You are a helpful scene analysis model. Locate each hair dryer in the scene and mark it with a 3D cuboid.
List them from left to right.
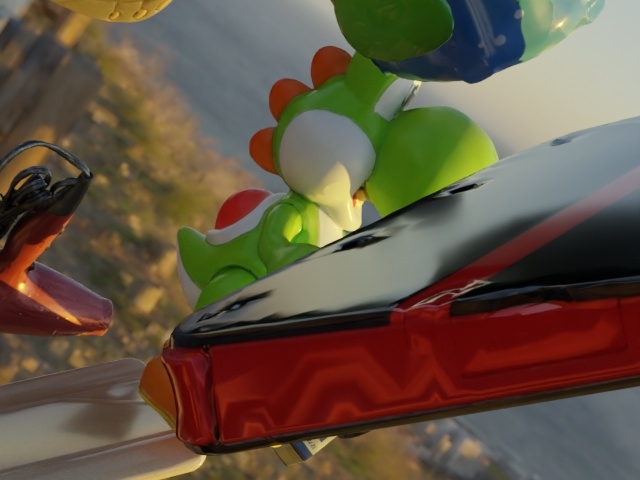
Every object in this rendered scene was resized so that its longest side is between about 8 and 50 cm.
[{"bbox_3d":[-0.275,0.020,1.368,0.223,0.080,0.293,-6,-28,18],"label":"hair dryer"}]

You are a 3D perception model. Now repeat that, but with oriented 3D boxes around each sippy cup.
[{"bbox_3d":[0.069,-0.224,0.899,0.240,0.305,0.224,20,-36,49],"label":"sippy cup"}]

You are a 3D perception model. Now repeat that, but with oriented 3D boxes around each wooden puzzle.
[{"bbox_3d":[-0.230,0.176,1.326,0.221,0.044,0.239,-12,17,-16],"label":"wooden puzzle"}]

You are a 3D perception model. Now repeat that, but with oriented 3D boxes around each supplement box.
[{"bbox_3d":[-0.009,0.166,1.443,0.056,0.083,0.083,53,-18,1],"label":"supplement box"}]

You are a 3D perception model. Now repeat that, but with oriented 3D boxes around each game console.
[{"bbox_3d":[0.149,-0.005,0.685,0.386,0.342,0.060,-27,102,-46],"label":"game console"}]

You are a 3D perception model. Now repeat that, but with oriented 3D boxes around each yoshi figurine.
[{"bbox_3d":[0.019,0.013,1.244,0.203,0.362,0.203,25,9,-26],"label":"yoshi figurine"}]

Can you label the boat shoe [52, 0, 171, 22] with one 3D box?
[{"bbox_3d":[-0.277,-0.301,1.352,0.355,0.132,0.130,16,54,-44],"label":"boat shoe"}]
